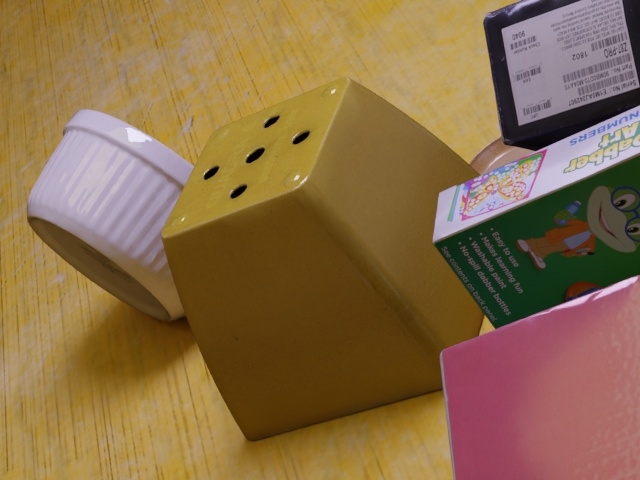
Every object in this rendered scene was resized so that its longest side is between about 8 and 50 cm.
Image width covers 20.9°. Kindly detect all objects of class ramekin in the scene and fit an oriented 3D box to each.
[{"bbox_3d":[-0.173,-0.016,1.596,0.109,0.207,0.207,-54,30,-14],"label":"ramekin"}]

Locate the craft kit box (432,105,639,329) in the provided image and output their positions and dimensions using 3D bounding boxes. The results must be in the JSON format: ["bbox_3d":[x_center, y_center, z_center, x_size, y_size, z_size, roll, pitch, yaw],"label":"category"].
[{"bbox_3d":[0.230,0.031,0.966,0.246,0.250,0.061,-26,28,23],"label":"craft kit box"}]

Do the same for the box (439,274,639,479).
[{"bbox_3d":[0.157,0.161,0.877,0.127,0.148,0.232,-23,51,25],"label":"box"}]

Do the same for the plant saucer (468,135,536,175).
[{"bbox_3d":[0.160,-0.063,1.468,0.083,0.015,0.083,-29,27,17],"label":"plant saucer"}]

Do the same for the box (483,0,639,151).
[{"bbox_3d":[0.345,-0.129,1.033,0.395,0.318,0.097,-17,77,35],"label":"box"}]

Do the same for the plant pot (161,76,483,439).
[{"bbox_3d":[0.000,0.000,1.367,0.212,0.187,0.212,-18,32,32],"label":"plant pot"}]
